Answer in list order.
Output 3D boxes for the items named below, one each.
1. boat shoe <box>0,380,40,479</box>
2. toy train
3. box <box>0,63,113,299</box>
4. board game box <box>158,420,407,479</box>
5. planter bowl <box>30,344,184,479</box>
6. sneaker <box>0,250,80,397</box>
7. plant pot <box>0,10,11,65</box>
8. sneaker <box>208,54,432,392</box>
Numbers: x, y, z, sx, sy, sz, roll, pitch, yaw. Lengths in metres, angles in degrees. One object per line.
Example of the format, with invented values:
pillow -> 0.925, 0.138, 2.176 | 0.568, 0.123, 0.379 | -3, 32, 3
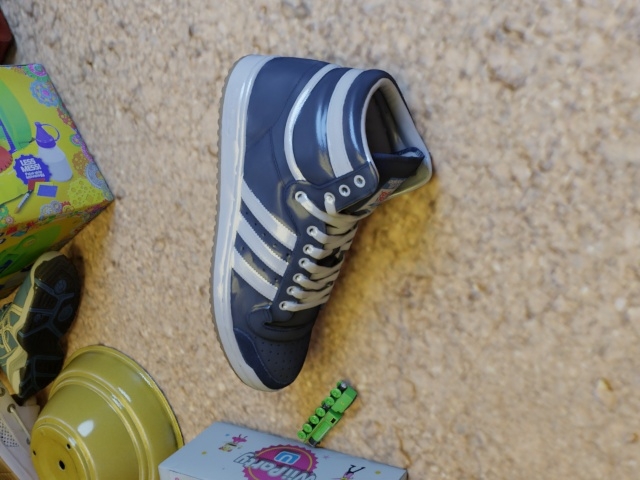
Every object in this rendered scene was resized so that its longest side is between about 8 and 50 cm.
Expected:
boat shoe -> -0.396, 0.233, 0.867 | 0.098, 0.096, 0.277 | -1, 124, 35
toy train -> 0.006, 0.161, 0.627 | 0.023, 0.017, 0.083 | 37, 121, 7
box -> -0.429, -0.025, 0.691 | 0.279, 0.290, 0.177 | -33, 85, 36
board game box -> -0.026, 0.351, 0.656 | 0.223, 0.097, 0.304 | 5, 108, 31
planter bowl -> -0.264, 0.238, 0.783 | 0.217, 0.090, 0.217 | 11, 110, 31
sneaker -> -0.342, 0.092, 0.797 | 0.081, 0.080, 0.211 | 38, 121, 17
plant pot -> -0.494, -0.234, 0.711 | 0.235, 0.267, 0.267 | -26, 89, 23
sneaker -> 0.000, 0.000, 0.534 | 0.153, 0.099, 0.283 | 9, 106, 33
